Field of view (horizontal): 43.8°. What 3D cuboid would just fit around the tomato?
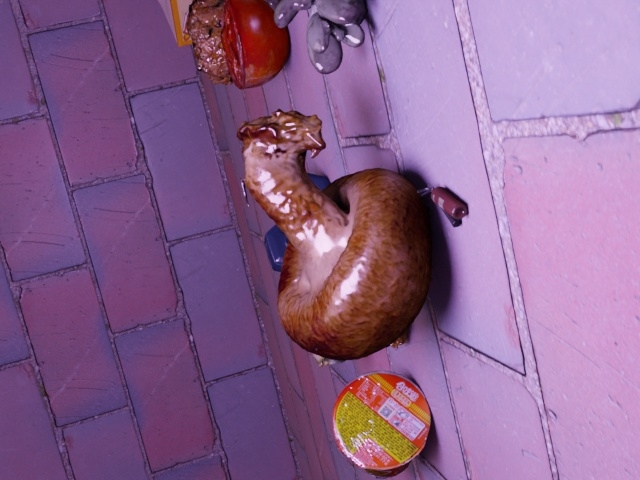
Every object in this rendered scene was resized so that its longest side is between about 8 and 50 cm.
[{"bbox_3d":[-0.143,-0.447,1.791,0.233,0.140,0.200,-155,55,-77],"label":"tomato"}]

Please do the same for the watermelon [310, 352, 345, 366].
[{"bbox_3d":[0.031,0.179,1.831,0.128,0.159,0.303,47,-177,-35],"label":"watermelon"}]

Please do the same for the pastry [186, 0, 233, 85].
[{"bbox_3d":[-0.222,-0.523,2.008,0.275,0.193,0.275,-10,-90,-77],"label":"pastry"}]

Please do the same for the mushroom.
[{"bbox_3d":[0.017,0.005,1.234,0.331,0.356,0.334,11,76,48],"label":"mushroom"}]

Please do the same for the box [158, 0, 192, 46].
[{"bbox_3d":[-0.333,-0.722,2.133,0.283,0.214,0.259,88,159,-50],"label":"box"}]

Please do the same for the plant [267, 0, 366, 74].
[{"bbox_3d":[-0.017,-0.405,1.265,0.146,0.149,0.274,97,152,-62],"label":"plant"}]

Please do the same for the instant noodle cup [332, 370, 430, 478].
[{"bbox_3d":[0.121,0.384,1.576,0.212,0.193,0.193,81,169,-60],"label":"instant noodle cup"}]

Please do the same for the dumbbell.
[{"bbox_3d":[-0.050,-0.033,1.877,0.144,0.160,0.325,39,158,11],"label":"dumbbell"}]

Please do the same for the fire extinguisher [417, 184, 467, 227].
[{"bbox_3d":[0.178,-0.049,1.124,0.046,0.032,0.100,42,-175,-29],"label":"fire extinguisher"}]

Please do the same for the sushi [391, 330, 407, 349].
[{"bbox_3d":[0.140,0.173,1.498,0.060,0.061,0.118,63,-175,15],"label":"sushi"}]
